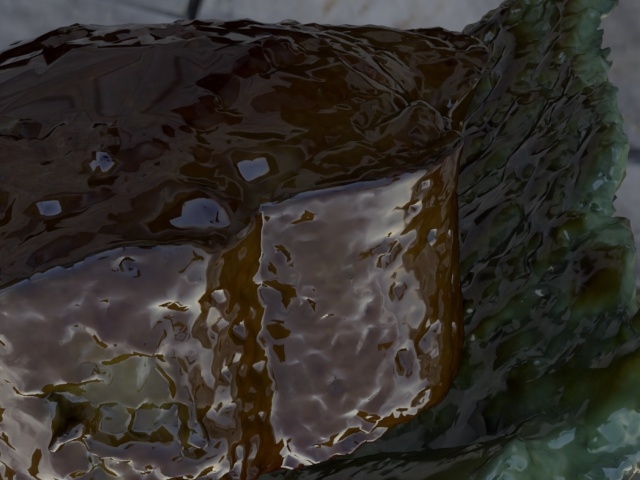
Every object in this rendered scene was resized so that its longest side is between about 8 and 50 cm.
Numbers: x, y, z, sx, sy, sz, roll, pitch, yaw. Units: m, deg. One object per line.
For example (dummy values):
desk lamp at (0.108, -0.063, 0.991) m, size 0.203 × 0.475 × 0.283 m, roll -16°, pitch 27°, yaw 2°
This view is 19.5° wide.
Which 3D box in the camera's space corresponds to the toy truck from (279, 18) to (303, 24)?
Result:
toy truck at (0.000, 0.000, 1.397) m, size 0.211 × 0.204 × 0.288 m, roll -42°, pitch 119°, yaw -2°

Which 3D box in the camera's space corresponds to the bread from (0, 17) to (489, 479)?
bread at (-0.067, 0.000, 0.612) m, size 0.247 × 0.232 × 0.135 m, roll -5°, pitch 107°, yaw 11°

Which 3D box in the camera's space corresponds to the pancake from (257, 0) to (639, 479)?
pancake at (0.023, 0.020, 0.768) m, size 0.067 × 0.426 × 0.305 m, roll 40°, pitch 112°, yaw -21°
